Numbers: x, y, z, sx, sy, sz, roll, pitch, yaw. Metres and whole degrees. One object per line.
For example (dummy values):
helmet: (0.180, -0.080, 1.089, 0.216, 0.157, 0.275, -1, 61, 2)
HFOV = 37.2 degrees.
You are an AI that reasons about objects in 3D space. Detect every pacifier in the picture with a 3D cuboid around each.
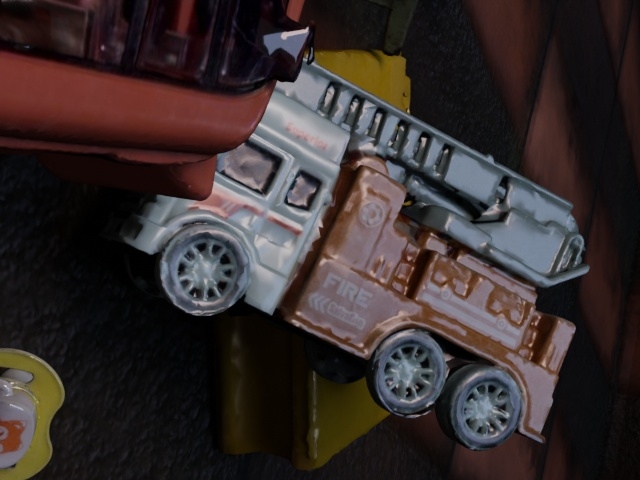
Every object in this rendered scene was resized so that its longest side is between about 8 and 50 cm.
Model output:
pacifier: (-0.176, 0.091, 0.523, 0.064, 0.068, 0.083, -107, -150, -70)

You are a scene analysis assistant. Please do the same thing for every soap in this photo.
soap: (0.000, -0.001, 0.781, 0.204, 0.096, 0.324, -21, 112, -59)

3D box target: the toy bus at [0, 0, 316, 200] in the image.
toy bus: (-0.170, -0.139, 0.332, 0.427, 0.203, 0.232, -1, 99, -61)

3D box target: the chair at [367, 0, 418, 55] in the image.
chair: (0.039, -0.276, 0.653, 0.270, 0.136, 0.147, 111, 1, -61)

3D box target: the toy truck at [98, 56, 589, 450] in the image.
toy truck: (0.012, -0.007, 0.617, 0.338, 0.133, 0.184, 28, 82, -19)
